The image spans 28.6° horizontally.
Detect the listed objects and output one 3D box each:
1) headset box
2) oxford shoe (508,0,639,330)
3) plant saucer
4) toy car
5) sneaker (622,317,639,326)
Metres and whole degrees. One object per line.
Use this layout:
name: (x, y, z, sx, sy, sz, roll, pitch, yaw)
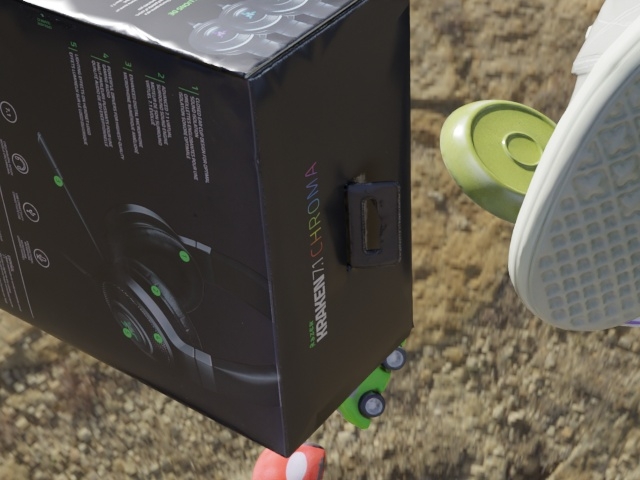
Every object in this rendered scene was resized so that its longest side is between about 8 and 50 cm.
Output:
headset box: (-0.083, -0.047, 0.702, 0.283, 0.246, 0.131, 22, 44, 31)
oxford shoe: (0.250, -0.148, 0.811, 0.449, 0.169, 0.130, -65, 30, 10)
plant saucer: (0.295, -0.126, 1.866, 0.241, 0.037, 0.241, 12, 50, -15)
toy car: (0.007, 0.160, 1.046, 0.053, 0.239, 0.225, 21, 94, -16)
sneaker: (0.442, 0.028, 1.649, 0.102, 0.161, 0.282, 0, 19, 37)
